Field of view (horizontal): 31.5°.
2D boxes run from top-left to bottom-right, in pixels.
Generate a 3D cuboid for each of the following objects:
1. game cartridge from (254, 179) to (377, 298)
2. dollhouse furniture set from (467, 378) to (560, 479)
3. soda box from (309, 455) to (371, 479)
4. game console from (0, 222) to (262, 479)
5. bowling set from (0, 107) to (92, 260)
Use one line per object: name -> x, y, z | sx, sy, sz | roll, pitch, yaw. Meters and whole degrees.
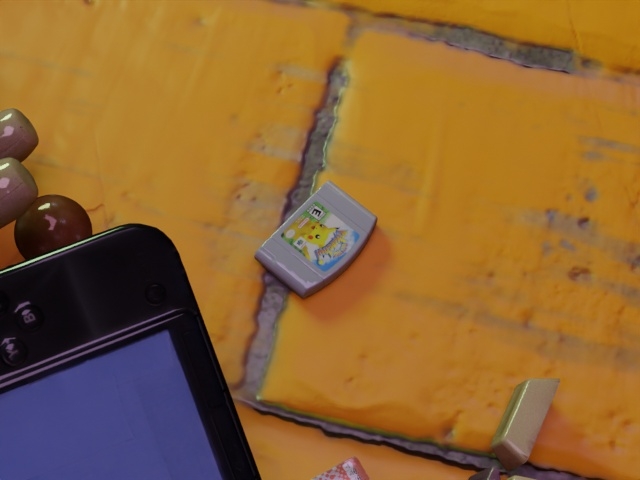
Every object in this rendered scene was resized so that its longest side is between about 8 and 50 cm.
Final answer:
game cartridge -> 0.000, 0.000, 0.816 | 0.056, 0.017, 0.083 | 39, 69, 13
dollhouse furniture set -> 0.154, 0.144, 0.718 | 0.081, 0.091, 0.114 | 31, 63, -3
soda box -> 0.040, 0.227, 0.679 | 0.063, 0.058, 0.183 | -26, 66, -13
game console -> -0.137, 0.164, 0.574 | 0.250, 0.173, 0.293 | -21, 98, -15
bowling set -> -0.263, -0.024, 0.746 | 0.154, 0.200, 0.287 | -34, 23, 5
